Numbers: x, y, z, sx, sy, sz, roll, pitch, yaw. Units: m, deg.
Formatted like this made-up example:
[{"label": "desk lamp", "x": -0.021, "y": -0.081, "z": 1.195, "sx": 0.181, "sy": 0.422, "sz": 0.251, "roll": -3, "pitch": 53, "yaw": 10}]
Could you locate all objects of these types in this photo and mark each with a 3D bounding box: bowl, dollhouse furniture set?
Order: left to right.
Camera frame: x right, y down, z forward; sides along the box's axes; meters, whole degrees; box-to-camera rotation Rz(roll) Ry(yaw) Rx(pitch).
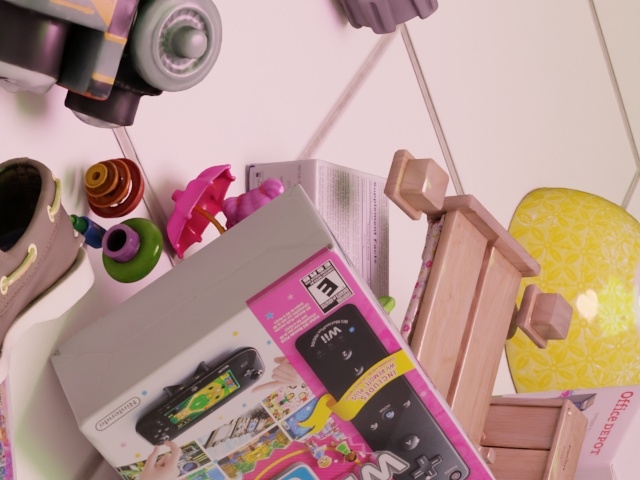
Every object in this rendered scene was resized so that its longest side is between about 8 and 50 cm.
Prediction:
[{"label": "dollhouse furniture set", "x": 0.073, "y": 0.141, "z": 1.735, "sx": 0.355, "sy": 0.174, "sz": 0.303, "roll": 43, "pitch": 55, "yaw": -44}, {"label": "bowl", "x": 0.332, "y": 0.078, "z": 2.223, "sx": 0.289, "sy": 0.156, "sz": 0.289, "roll": 15, "pitch": 73, "yaw": -61}]

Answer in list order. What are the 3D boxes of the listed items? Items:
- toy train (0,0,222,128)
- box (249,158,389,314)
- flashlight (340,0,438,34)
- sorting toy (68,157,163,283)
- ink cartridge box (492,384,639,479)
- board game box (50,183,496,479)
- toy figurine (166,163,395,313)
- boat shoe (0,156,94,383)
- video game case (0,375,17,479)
[{"label": "toy train", "x": -0.143, "y": -0.247, "z": 1.363, "sx": 0.190, "sy": 0.142, "sz": 0.334, "roll": 13, "pitch": 98, "yaw": -43}, {"label": "box", "x": 0.000, "y": 0.000, "z": 1.711, "sx": 0.137, "sy": 0.072, "sz": 0.126, "roll": 12, "pitch": 76, "yaw": -60}, {"label": "flashlight", "x": 0.022, "y": -0.336, "z": 1.777, "sx": 0.103, "sy": 0.103, "sz": 0.304, "roll": -61, "pitch": 138, "yaw": -42}, {"label": "sorting toy", "x": -0.157, "y": -0.018, "z": 1.440, "sx": 0.042, "sy": 0.061, "sz": 0.102, "roll": 35, "pitch": 32, "yaw": -54}, {"label": "ink cartridge box", "x": 0.222, "y": 0.222, "z": 1.937, "sx": 0.154, "sy": 0.212, "sz": 0.093, "roll": -49, "pitch": 127, "yaw": -53}, {"label": "board game box", "x": -0.026, "y": 0.140, "z": 1.475, "sx": 0.303, "sy": 0.224, "sz": 0.097, "roll": 55, "pitch": 1, "yaw": -39}, {"label": "toy figurine", "x": -0.049, "y": 0.013, "z": 1.551, "sx": 0.159, "sy": 0.173, "sz": 0.130, "roll": 65, "pitch": 19, "yaw": -10}, {"label": "boat shoe", "x": -0.231, "y": 0.035, "z": 1.198, "sx": 0.305, "sy": 0.109, "sz": 0.091, "roll": -53, "pitch": 134, "yaw": -64}, {"label": "video game case", "x": -0.254, "y": 0.094, "z": 1.287, "sx": 0.143, "sy": 0.019, "sz": 0.157, "roll": -3, "pitch": 88, "yaw": -62}]
